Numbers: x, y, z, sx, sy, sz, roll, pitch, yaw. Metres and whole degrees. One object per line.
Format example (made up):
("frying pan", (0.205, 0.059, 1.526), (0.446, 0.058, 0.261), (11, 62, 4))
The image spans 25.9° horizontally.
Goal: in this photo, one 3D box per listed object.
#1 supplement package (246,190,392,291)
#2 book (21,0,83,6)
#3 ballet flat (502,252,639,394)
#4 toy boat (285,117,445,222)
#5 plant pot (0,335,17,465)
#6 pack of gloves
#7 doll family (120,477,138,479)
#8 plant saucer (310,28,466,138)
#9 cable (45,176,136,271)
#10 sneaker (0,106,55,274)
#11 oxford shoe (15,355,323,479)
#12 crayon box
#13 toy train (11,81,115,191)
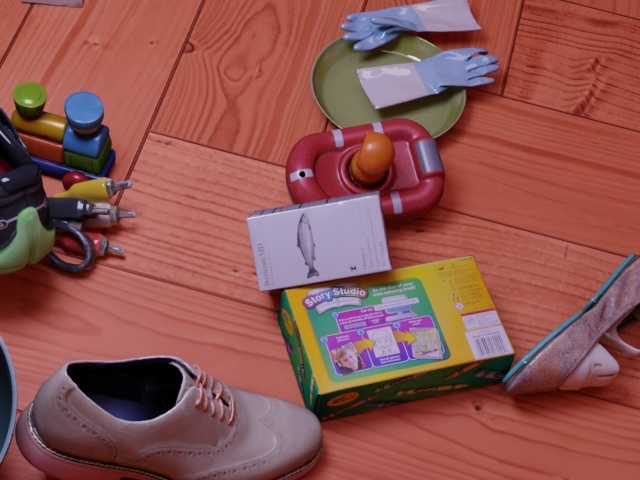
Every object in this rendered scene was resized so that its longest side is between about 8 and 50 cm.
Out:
("supplement package", (0.000, 0.000, 1.872), (0.179, 0.105, 0.105), (-10, 96, 3))
("book", (-0.423, -0.437, 2.225), (0.096, 0.035, 0.144), (5, 54, -8))
("ballet flat", (0.379, 0.131, 1.880), (0.106, 0.107, 0.316), (44, 61, 14))
("toy boat", (0.066, -0.105, 1.960), (0.231, 0.151, 0.151), (-11, 72, -10))
("plant pot", (-0.491, 0.202, 1.621), (0.293, 0.196, 0.293), (1, 76, -5))
("pack of gloves", (0.157, -0.308, 2.157), (0.232, 0.046, 0.195), (-13, 56, -17))
("doll family", (-0.270, 0.289, 1.696), (0.111, 0.076, 0.193), (-21, 55, -16))
("plant saucer", (0.103, -0.228, 2.141), (0.241, 0.037, 0.241), (3, 53, -5))
("cable", (-0.403, -0.028, 1.930), (0.287, 0.072, 0.139), (4, 81, 11))
("sneaker", (-0.511, -0.162, 1.834), (0.483, 0.202, 0.185), (38, 47, 21))
("oxford shoe", (-0.152, 0.218, 1.663), (0.397, 0.146, 0.140), (6, 46, -32))
("crayon box", (0.099, 0.128, 1.854), (0.278, 0.081, 0.165), (-10, 56, -15))
("toy train", (-0.415, -0.167, 1.958), (0.248, 0.143, 0.105), (16, 53, 4))
